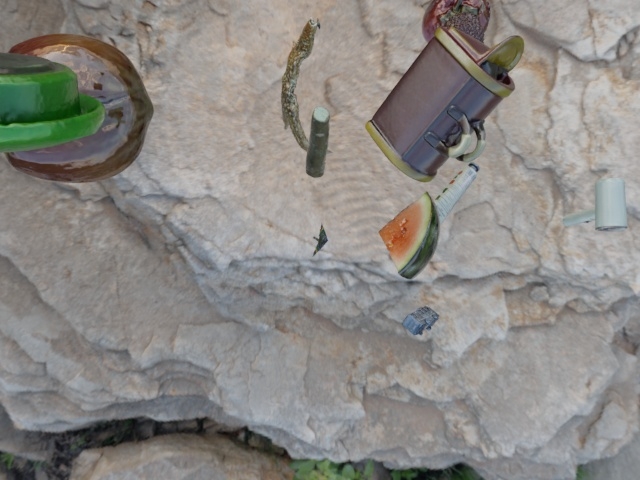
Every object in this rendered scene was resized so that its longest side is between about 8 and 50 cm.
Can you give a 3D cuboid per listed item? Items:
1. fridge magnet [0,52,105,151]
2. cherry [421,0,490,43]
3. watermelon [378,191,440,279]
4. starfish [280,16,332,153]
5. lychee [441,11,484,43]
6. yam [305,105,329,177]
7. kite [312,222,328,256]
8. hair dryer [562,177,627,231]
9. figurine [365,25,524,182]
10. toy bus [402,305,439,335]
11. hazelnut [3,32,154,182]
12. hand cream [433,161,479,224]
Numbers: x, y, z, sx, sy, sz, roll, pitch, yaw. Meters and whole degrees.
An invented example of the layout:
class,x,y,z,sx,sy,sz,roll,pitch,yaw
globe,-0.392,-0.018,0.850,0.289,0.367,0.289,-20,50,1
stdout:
class,x,y,z,sx,sy,sz,roll,pitch,yaw
fridge magnet,-0.330,-0.141,0.553,0.207,0.208,0.088,4,113,-3
cherry,0.381,-0.640,1.573,0.175,0.250,0.192,14,105,-17
watermelon,0.215,0.010,1.198,0.145,0.137,0.193,37,70,-39
starfish,-0.056,-0.446,1.613,0.132,0.384,0.399,-10,114,-4
lychee,0.355,-0.510,1.382,0.123,0.123,0.129,14,93,-4
yam,-0.006,-0.250,1.425,0.061,0.274,0.061,2,66,-4
kite,0.000,0.000,1.829,0.004,0.090,0.122,19,93,36
hair dryer,0.728,-0.080,1.459,0.073,0.236,0.131,2,82,-4
figurine,0.123,-0.120,0.494,0.082,0.098,0.154,12,135,-35
toy bus,0.291,0.228,1.562,0.065,0.166,0.047,40,110,21
hazelnut,-0.357,-0.189,0.786,0.180,0.181,0.212,5,100,30
hand cream,0.475,-0.171,1.950,0.276,0.059,0.095,-48,116,-14
